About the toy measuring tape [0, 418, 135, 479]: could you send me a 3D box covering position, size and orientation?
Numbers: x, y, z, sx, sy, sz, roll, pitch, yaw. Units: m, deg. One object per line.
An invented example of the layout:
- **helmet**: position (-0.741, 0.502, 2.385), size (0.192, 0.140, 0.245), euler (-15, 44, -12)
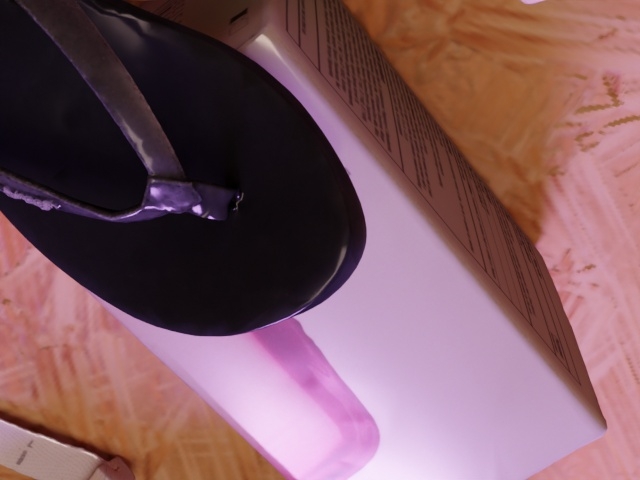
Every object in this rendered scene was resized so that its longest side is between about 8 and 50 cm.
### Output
- **toy measuring tape**: position (-0.251, 0.097, 0.592), size (0.330, 0.121, 0.121), euler (27, 115, -18)

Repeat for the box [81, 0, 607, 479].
- **box**: position (0.000, 0.000, 0.527), size (0.127, 0.148, 0.232), euler (-34, 116, 16)

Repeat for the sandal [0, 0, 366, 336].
- **sandal**: position (-0.101, -0.054, 0.391), size (0.254, 0.054, 0.097), euler (38, 108, 2)

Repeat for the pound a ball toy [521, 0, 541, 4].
- **pound a ball toy**: position (0.068, -0.172, 0.396), size (0.319, 0.208, 0.135), euler (-10, 121, 3)
